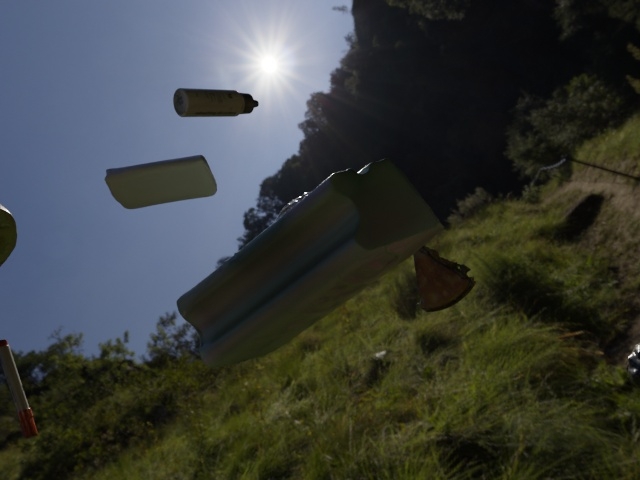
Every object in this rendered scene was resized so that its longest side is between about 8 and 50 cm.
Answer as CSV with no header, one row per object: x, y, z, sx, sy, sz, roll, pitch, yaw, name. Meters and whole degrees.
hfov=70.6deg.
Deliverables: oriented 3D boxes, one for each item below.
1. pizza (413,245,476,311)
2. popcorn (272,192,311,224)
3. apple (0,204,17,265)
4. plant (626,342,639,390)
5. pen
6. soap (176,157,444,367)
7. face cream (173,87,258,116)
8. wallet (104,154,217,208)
0.314,0.090,1.236,0.185,0.195,0.052,-38,-18,33,pizza
0.003,-0.001,0.993,0.191,0.190,0.253,-40,31,16,popcorn
-0.718,-0.008,0.889,0.173,0.160,0.195,-90,7,-57,apple
0.674,0.235,0.831,0.256,0.141,0.164,11,-61,-28,plant
-0.705,0.342,1.047,0.028,0.238,0.028,-26,-11,-6,pen
-0.006,0.035,0.648,0.347,0.115,0.208,-38,-17,16,soap
-0.332,-0.460,1.514,0.312,0.092,0.092,-18,-51,-46,face cream
-0.286,-0.104,0.814,0.095,0.190,0.033,77,-177,-51,wallet
